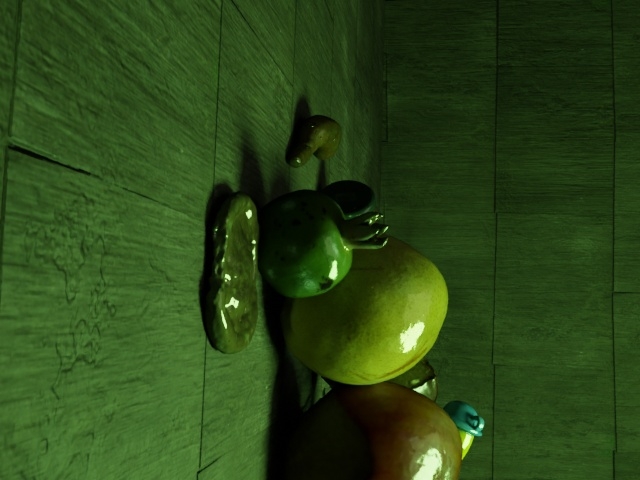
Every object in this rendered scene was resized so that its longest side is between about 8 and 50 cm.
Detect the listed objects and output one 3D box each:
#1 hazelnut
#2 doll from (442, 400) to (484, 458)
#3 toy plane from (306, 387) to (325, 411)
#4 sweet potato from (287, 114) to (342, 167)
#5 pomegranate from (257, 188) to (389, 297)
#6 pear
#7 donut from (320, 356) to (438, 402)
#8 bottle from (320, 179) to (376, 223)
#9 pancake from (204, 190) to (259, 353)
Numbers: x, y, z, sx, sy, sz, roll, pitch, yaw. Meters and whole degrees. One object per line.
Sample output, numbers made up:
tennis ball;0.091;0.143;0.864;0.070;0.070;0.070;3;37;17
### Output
hazelnut;0.098;0.451;1.556;0.366;0.366;0.365;1;90;-80
doll;0.227;0.494;1.752;0.145;0.363;0.199;28;33;-35
toy plane;-0.013;0.419;1.784;0.235;0.060;0.096;-33;111;-73
sweet potato;-0.004;-0.218;1.696;0.346;0.079;0.108;-35;138;-74
pomegranate;-0.001;0.000;1.289;0.187;0.225;0.186;-11;90;-72
pear;0.077;0.128;1.489;0.314;0.315;0.314;1;90;-80
donut;0.107;0.303;1.814;0.136;0.345;0.259;-37;151;-28
bottle;0.072;0.016;2.001;0.144;0.144;0.336;-79;168;-47
pancake;-0.120;0.047;1.138;0.222;0.042;0.236;71;21;-58
